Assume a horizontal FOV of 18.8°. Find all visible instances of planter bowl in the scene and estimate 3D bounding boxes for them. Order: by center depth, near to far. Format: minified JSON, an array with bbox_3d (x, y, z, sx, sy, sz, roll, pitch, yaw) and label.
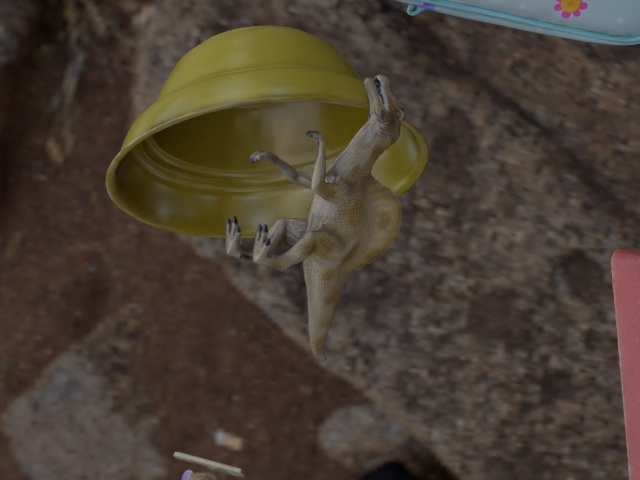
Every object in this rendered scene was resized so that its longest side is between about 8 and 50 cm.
[{"bbox_3d":[-0.039,-0.084,1.307,0.217,0.217,0.090,-23,62,32],"label":"planter bowl"}]

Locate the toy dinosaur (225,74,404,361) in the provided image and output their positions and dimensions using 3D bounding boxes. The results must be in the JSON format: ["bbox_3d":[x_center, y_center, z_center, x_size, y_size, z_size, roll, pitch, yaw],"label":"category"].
[{"bbox_3d":[0.000,0.000,1.056,0.053,0.093,0.183,52,133,53],"label":"toy dinosaur"}]

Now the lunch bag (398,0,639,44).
[{"bbox_3d":[0.152,-0.269,1.471,0.279,0.108,0.224,14,116,4],"label":"lunch bag"}]

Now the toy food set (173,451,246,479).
[{"bbox_3d":[-0.054,0.182,1.294,0.078,0.122,0.019,10,63,32],"label":"toy food set"}]

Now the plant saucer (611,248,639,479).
[{"bbox_3d":[0.388,0.133,1.690,0.048,0.258,0.259,133,140,-59],"label":"plant saucer"}]
